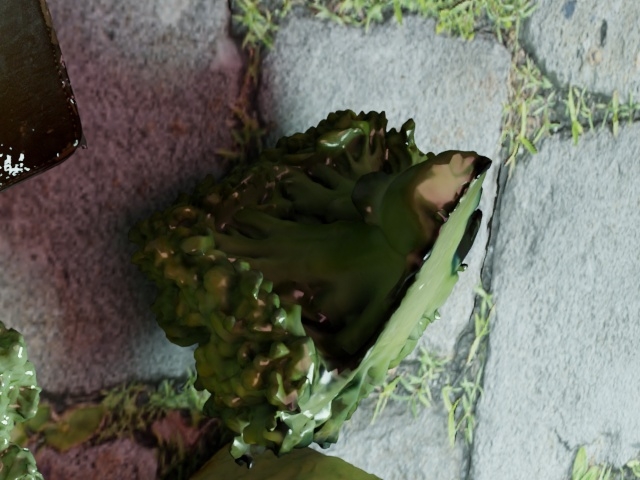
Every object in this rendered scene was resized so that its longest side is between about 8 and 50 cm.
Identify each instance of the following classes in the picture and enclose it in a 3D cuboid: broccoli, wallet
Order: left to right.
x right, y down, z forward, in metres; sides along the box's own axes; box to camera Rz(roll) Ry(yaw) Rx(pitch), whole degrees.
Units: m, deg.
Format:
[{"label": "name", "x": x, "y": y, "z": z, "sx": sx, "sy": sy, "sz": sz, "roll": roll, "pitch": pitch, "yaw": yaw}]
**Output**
[{"label": "wallet", "x": -0.204, "y": -0.132, "z": 0.663, "sx": 0.122, "sy": 0.031, "sz": 0.232, "roll": -33, "pitch": 125, "yaw": -38}, {"label": "broccoli", "x": -0.012, "y": -0.002, "z": 0.767, "sx": 0.242, "sy": 0.180, "sz": 0.273, "roll": -46, "pitch": 164, "yaw": -31}]

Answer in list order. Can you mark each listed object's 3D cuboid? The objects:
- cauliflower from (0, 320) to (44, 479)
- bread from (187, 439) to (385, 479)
[{"label": "cauliflower", "x": -0.226, "y": 0.152, "z": 0.572, "sx": 0.275, "sy": 0.250, "sz": 0.272, "roll": -2, "pitch": 102, "yaw": -39}, {"label": "bread", "x": -0.081, "y": 0.294, "z": 0.761, "sx": 0.375, "sy": 0.236, "sz": 0.165, "roll": -39, "pitch": 128, "yaw": -30}]
